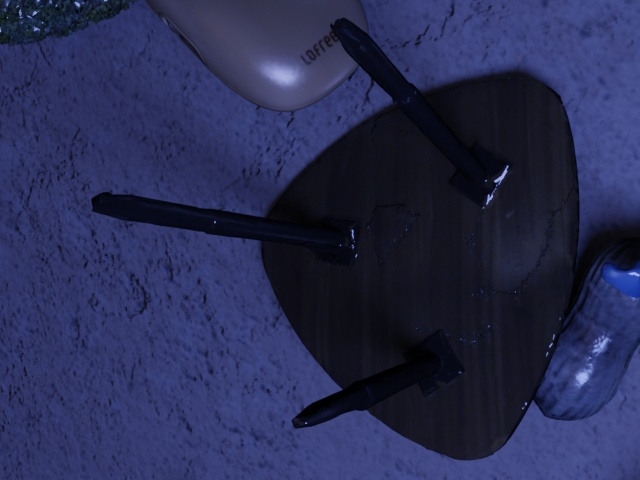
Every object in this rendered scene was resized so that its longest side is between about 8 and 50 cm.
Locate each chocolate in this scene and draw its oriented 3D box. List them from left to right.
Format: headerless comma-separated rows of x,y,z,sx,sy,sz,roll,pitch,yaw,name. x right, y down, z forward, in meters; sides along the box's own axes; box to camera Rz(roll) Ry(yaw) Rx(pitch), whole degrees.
0.220,0.072,0.842,0.072,0.072,0.167,36,108,20,chocolate

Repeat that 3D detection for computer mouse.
-0.065,-0.218,0.929,0.145,0.082,0.236,-39,77,-11,computer mouse

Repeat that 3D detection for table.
0.000,0.000,0.818,0.317,0.249,0.317,-6,79,35,table

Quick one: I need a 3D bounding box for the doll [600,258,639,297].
0.301,0.033,0.762,0.205,0.110,0.067,3,127,-7,doll

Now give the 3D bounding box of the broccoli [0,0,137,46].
-0.304,-0.367,0.995,0.252,0.221,0.362,-10,84,0,broccoli
